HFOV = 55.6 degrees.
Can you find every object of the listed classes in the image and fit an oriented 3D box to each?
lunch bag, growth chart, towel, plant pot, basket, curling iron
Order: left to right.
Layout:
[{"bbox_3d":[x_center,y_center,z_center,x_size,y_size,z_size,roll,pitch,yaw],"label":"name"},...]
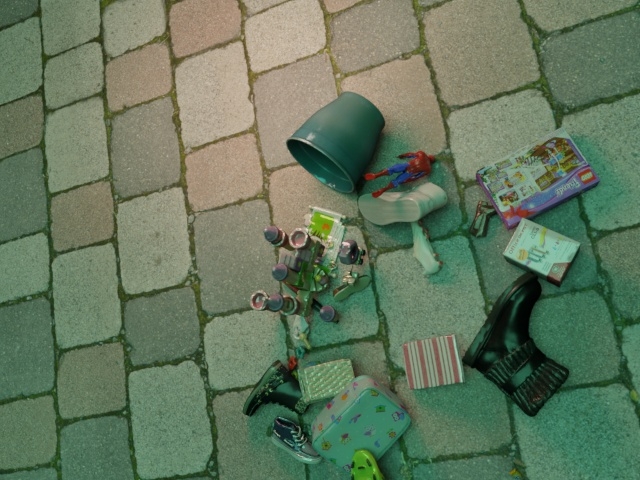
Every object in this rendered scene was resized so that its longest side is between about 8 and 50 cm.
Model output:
[{"bbox_3d":[-0.040,0.184,2.042,0.274,0.035,0.068,44,97,23],"label":"curling iron"},{"bbox_3d":[0.000,0.000,2.073,0.172,0.021,0.237,9,82,24],"label":"growth chart"},{"bbox_3d":[0.024,0.436,1.893,0.167,0.103,0.113,-10,74,-13],"label":"basket"},{"bbox_3d":[0.071,-0.338,1.994,0.272,0.271,0.255,32,78,24],"label":"plant pot"},{"bbox_3d":[0.119,0.560,1.823,0.224,0.108,0.279,39,99,-18],"label":"lunch bag"},{"bbox_3d":[0.340,0.368,1.831,0.197,0.029,0.144,-19,70,37],"label":"towel"}]

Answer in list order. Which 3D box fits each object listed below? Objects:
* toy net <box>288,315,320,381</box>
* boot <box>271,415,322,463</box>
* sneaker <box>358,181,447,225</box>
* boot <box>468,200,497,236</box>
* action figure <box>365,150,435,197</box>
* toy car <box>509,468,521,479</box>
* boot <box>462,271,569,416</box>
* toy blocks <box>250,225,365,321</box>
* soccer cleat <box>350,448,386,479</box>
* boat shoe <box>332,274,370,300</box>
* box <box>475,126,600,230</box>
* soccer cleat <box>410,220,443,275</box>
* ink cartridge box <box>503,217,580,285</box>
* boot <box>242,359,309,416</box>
[{"bbox_3d":[-0.058,0.357,2.015,0.122,0.045,0.232,-25,66,46],"label":"toy net"},{"bbox_3d":[-0.075,0.635,1.933,0.190,0.069,0.086,18,114,24],"label":"boot"},{"bbox_3d":[0.269,-0.121,1.956,0.293,0.169,0.108,10,117,52],"label":"sneaker"},{"bbox_3d":[0.522,-0.057,1.874,0.107,0.037,0.114,16,86,27],"label":"boot"},{"bbox_3d":[0.245,-0.217,1.943,0.139,0.281,0.091,-6,107,59],"label":"action figure"},{"bbox_3d":[0.528,0.709,1.707,0.041,0.060,0.122,37,102,-8],"label":"toy car"},{"bbox_3d":[0.596,0.291,1.719,0.260,0.131,0.347,35,104,30],"label":"boot"},{"bbox_3d":[-0.070,0.100,1.902,0.309,0.260,0.288,9,79,27],"label":"toy blocks"},{"bbox_3d":[0.174,0.741,1.782,0.094,0.121,0.289,-26,87,27],"label":"soccer cleat"},{"bbox_3d":[0.100,0.149,1.992,0.137,0.049,0.043,-33,31,10],"label":"boat shoe"},{"bbox_3d":[0.644,-0.185,1.818,0.294,0.057,0.200,-27,70,5],"label":"box"},{"bbox_3d":[0.317,0.016,1.923,0.076,0.068,0.196,-28,72,21],"label":"soccer cleat"},{"bbox_3d":[0.639,0.035,1.759,0.176,0.127,0.128,28,91,25],"label":"ink cartridge box"},{"bbox_3d":[-0.137,0.526,1.982,0.179,0.085,0.236,36,111,9],"label":"boot"}]
